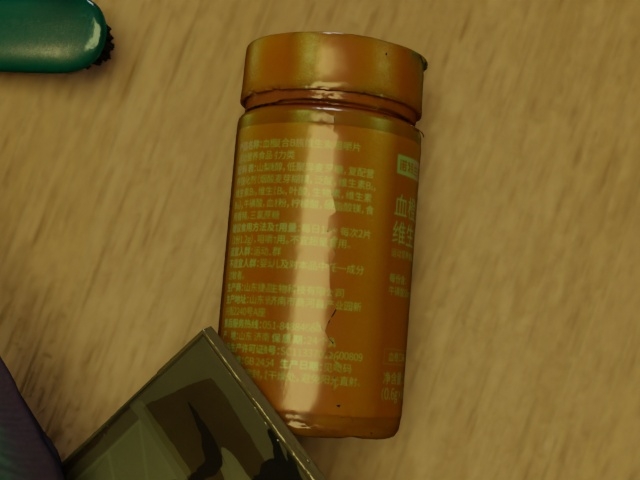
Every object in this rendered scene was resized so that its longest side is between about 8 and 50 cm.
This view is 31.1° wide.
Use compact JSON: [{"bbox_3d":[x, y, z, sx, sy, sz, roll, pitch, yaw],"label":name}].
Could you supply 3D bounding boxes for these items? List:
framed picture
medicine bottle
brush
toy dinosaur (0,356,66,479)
[{"bbox_3d":[-0.075,0.152,0.564,0.201,0.010,0.136,-43,81,29],"label":"framed picture"},{"bbox_3d":[0.000,0.000,0.580,0.096,0.096,0.192,4,83,6],"label":"medicine bottle"},{"bbox_3d":[-0.203,-0.115,0.648,0.193,0.032,0.043,4,89,18],"label":"brush"},{"bbox_3d":[-0.124,0.180,0.538,0.331,0.129,0.383,20,95,15],"label":"toy dinosaur"}]
